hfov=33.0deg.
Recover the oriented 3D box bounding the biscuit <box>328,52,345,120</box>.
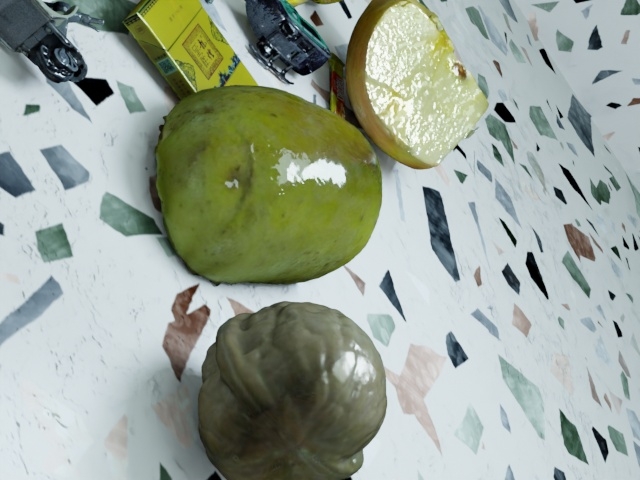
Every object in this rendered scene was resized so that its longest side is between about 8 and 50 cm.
[{"bbox_3d":[0.031,-0.260,2.102,0.048,0.026,0.292,33,38,-32],"label":"biscuit"}]

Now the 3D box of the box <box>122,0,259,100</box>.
[{"bbox_3d":[-0.186,-0.272,1.695,0.279,0.041,0.153,54,37,-25],"label":"box"}]

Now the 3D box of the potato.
[{"bbox_3d":[-0.074,-0.083,1.542,0.280,0.212,0.330,-26,95,-57],"label":"potato"}]

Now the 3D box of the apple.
[{"bbox_3d":[0.167,-0.321,2.140,0.309,0.252,0.314,48,23,-18],"label":"apple"}]

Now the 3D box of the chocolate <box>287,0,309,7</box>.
[{"bbox_3d":[-0.078,-0.643,2.168,0.162,0.162,0.445,40,31,-35],"label":"chocolate"}]

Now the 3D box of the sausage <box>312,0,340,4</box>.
[{"bbox_3d":[0.006,-0.622,2.282,0.123,0.123,0.347,33,39,-42],"label":"sausage"}]

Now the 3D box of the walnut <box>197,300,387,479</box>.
[{"bbox_3d":[-0.035,0.197,1.338,0.248,0.248,0.248,39,35,-35],"label":"walnut"}]

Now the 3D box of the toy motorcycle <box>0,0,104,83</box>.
[{"bbox_3d":[-0.391,-0.315,1.386,0.263,0.091,0.157,47,26,-21],"label":"toy motorcycle"}]

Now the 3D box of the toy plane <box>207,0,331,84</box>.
[{"bbox_3d":[-0.096,-0.410,1.957,0.381,0.106,0.155,34,32,-39],"label":"toy plane"}]
